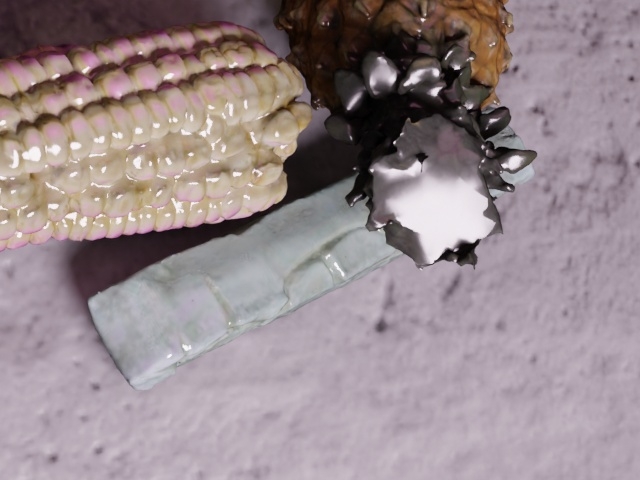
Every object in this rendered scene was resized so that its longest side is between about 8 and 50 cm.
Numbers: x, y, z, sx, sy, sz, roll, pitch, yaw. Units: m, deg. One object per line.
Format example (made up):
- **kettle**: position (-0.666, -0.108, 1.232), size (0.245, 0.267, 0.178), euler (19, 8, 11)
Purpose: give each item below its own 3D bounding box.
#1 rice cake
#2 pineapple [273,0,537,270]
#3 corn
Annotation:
- **rice cake**: position (0.000, 0.000, 1.044), size (0.336, 0.063, 0.066), euler (-28, 80, -34)
- **pineapple**: position (0.048, -0.095, 1.008), size (0.157, 0.158, 0.279), euler (24, 36, -22)
- **corn**: position (-0.164, -0.055, 0.932), size (0.335, 0.126, 0.127), euler (-9, 77, -32)
